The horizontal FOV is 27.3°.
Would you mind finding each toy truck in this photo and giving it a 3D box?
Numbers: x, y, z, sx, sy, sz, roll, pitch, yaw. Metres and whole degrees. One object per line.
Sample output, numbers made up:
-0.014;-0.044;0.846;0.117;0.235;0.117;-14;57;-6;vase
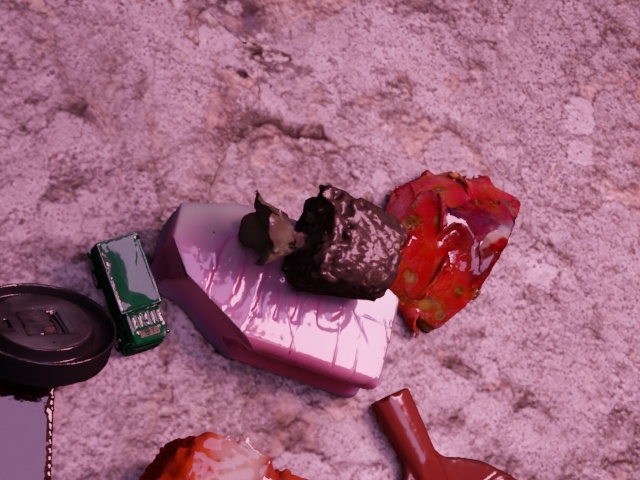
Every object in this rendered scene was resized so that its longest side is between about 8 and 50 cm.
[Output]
-0.247;0.072;1.704;0.065;0.079;0.147;-17;84;-24;toy truck

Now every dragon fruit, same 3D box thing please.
0.168;-0.011;1.855;0.161;0.126;0.274;34;66;-10;dragon fruit

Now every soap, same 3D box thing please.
-0.064;0.068;1.757;0.323;0.109;0.193;20;68;-14;soap

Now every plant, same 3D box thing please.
0.000;0.000;1.674;0.203;0.142;0.131;13;77;-28;plant

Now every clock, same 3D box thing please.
-0.343;0.115;1.615;0.184;0.184;0.040;6;117;-19;clock

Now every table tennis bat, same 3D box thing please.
0.183;0.397;1.794;0.268;0.051;0.415;-25;88;-25;table tennis bat

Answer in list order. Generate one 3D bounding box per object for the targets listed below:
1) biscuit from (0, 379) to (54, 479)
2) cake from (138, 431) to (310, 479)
-0.381;0.258;1.606;0.106;0.070;0.252;4;74;-19;biscuit
-0.104;0.410;1.560;0.319;0.269;0.270;36;67;-6;cake
